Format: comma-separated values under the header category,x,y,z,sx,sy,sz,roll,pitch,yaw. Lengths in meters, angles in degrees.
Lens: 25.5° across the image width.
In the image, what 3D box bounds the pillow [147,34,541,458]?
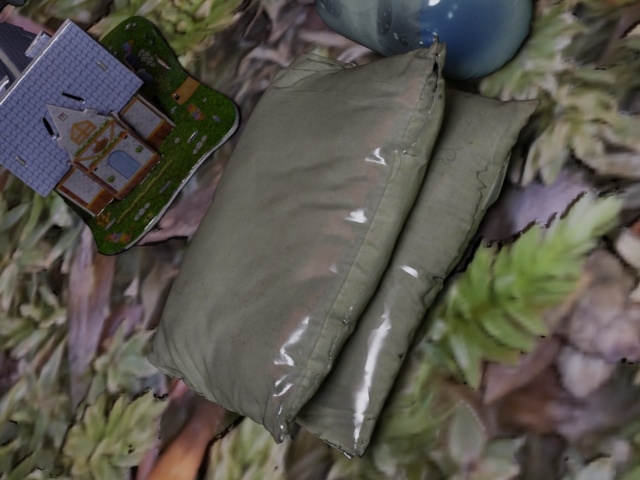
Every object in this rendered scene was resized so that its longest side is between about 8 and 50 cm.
category,x,y,z,sx,sy,sz,roll,pitch,yaw
pillow,0.000,0.000,0.626,0.134,0.078,0.181,14,75,48

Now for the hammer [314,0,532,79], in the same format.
category,x,y,z,sx,sy,sz,roll,pitch,yaw
hammer,0.086,-0.166,0.679,0.194,0.069,0.116,-50,41,-6

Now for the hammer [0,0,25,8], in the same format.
category,x,y,z,sx,sy,sz,roll,pitch,yaw
hammer,-0.260,-0.100,0.963,0.062,0.017,0.182,9,69,44

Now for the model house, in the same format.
category,x,y,z,sx,sy,sz,roll,pitch,yaw
model house,-0.139,-0.083,0.793,0.117,0.088,0.167,-47,42,5
